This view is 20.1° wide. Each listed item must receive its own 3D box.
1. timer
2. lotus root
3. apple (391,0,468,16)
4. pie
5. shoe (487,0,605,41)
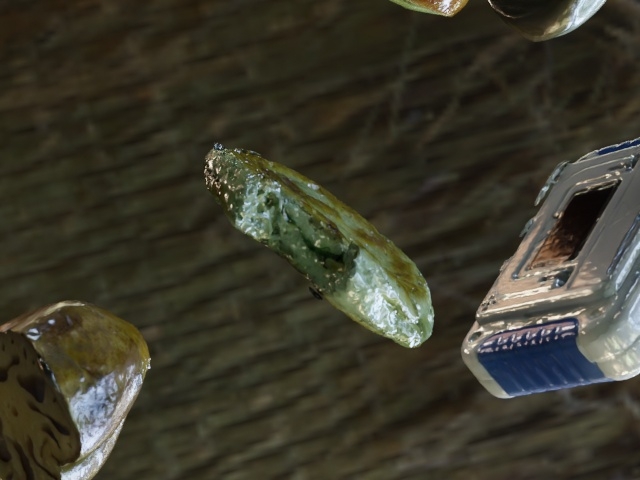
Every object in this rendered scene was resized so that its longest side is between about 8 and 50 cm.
[{"bbox_3d":[0.223,0.008,1.428,0.178,0.253,0.078,-15,-58,49],"label":"timer"},{"bbox_3d":[-0.257,0.161,1.882,0.188,0.180,0.199,-10,-82,44],"label":"lotus root"},{"bbox_3d":[0.071,-0.300,1.725,0.195,0.173,0.160,-133,-132,-75],"label":"apple"},{"bbox_3d":[0.002,0.000,1.759,0.302,0.067,0.302,37,7,-5],"label":"pie"},{"bbox_3d":[0.193,-0.224,1.214,0.103,0.275,0.098,-13,-51,46],"label":"shoe"}]
